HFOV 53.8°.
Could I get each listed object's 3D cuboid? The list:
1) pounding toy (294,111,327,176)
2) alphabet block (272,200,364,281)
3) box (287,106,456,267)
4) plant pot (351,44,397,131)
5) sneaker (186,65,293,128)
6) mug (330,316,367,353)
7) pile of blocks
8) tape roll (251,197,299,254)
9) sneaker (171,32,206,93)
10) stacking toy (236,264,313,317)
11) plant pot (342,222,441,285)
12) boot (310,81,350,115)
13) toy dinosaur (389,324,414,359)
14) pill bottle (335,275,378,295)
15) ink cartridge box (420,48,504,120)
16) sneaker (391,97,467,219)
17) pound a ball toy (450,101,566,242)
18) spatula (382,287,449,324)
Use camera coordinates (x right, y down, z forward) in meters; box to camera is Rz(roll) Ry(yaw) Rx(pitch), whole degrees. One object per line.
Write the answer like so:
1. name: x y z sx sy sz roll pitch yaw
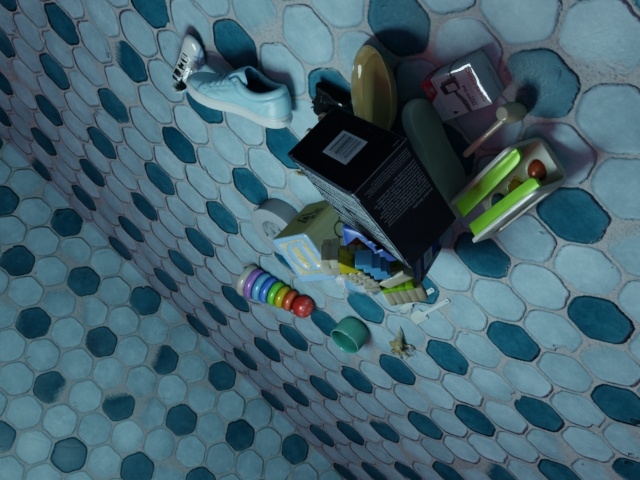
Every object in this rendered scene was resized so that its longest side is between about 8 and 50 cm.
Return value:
1. pounding toy: 0.028 -0.220 1.788 0.154 0.155 0.269 30 160 19
2. alphabet block: 0.000 0.000 2.063 0.193 0.197 0.192 -8 122 51
3. box: 0.124 -0.132 1.517 0.296 0.183 0.294 38 172 49
4. plant pot: 0.134 -0.358 1.549 0.236 0.032 0.236 168 90 -72
5. sneaker: -0.238 -0.461 1.860 0.366 0.135 0.150 21 135 17
6. mug: 0.113 0.366 2.466 0.129 0.097 0.158 47 149 -7
7. pile of blocks: 0.143 0.055 1.601 0.149 0.112 0.362 -26 142 37
8. tape roll: -0.145 -0.046 2.286 0.219 0.072 0.219 28 146 21
9. sneaker: -0.420 -0.548 1.982 0.085 0.086 0.237 41 147 7
10. stacking toy: -0.178 0.227 2.602 0.330 0.141 0.141 25 144 19
11. plant pot: 0.216 -0.003 1.798 0.212 0.236 0.236 16 140 27
12. boot: 0.027 -0.372 1.736 0.121 0.045 0.099 34 148 19
13. toy dinosaur: 0.296 0.396 2.343 0.093 0.053 0.183 32 147 20
14. pill bottle: 0.132 0.137 2.183 0.160 0.087 0.087 8 134 43
15. ink cartridge box: 0.319 -0.347 1.425 0.150 0.063 0.109 -12 119 53
16. sneaker: 0.260 -0.200 1.622 0.148 0.131 0.350 10 130 51
17. pound a ball toy: 0.437 -0.161 1.487 0.208 0.136 0.319 63 152 16
18. spatula: 0.318 0.197 2.116 0.168 0.019 0.242 43 148 1
